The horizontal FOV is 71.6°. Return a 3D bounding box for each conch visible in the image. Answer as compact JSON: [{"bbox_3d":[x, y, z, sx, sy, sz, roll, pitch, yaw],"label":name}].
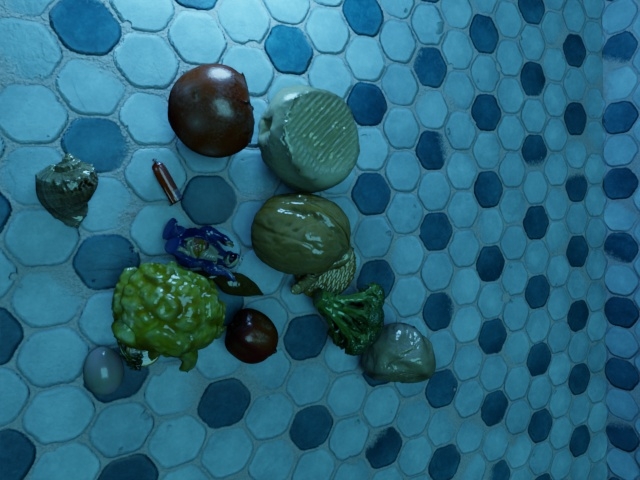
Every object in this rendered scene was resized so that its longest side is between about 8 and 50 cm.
[{"bbox_3d":[-0.688,-0.136,1.204,0.155,0.130,0.207,11,112,5],"label":"conch"}]

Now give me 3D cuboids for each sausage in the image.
[{"bbox_3d":[-0.466,-0.178,1.330,0.050,0.048,0.145,-22,105,15],"label":"sausage"}]

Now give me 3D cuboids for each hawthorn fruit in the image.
[{"bbox_3d":[-0.209,0.310,1.418,0.188,0.169,0.169,30,79,-24],"label":"hawthorn fruit"}]

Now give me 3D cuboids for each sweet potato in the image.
[{"bbox_3d":[-0.297,0.132,1.412,0.269,0.075,0.075,17,85,-23],"label":"sweet potato"}]

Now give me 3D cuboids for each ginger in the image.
[{"bbox_3d":[0.008,0.092,1.525,0.288,0.075,0.089,-38,140,-20],"label":"ginger"}]

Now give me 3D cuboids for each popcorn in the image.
[{"bbox_3d":[-0.409,0.193,1.246,0.335,0.279,0.274,20,55,-14],"label":"popcorn"}]

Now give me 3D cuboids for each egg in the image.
[{"bbox_3d":[-0.608,0.365,1.245,0.103,0.103,0.135,-11,93,-26],"label":"egg"}]

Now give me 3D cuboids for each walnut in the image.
[{"bbox_3d":[-0.058,-0.021,1.398,0.313,0.277,0.252,14,102,11],"label":"walnut"}]

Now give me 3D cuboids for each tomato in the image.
[{"bbox_3d":[-0.315,-0.371,1.280,0.265,0.265,0.265,-1,93,-27],"label":"tomato"}]

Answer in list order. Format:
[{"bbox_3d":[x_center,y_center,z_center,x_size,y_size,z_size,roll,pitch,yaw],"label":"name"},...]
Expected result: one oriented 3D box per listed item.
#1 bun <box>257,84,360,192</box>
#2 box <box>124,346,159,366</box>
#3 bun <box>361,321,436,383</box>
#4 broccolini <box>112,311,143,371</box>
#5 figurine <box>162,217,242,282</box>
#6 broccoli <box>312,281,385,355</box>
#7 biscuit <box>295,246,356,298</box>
[{"bbox_3d":[-0.049,-0.327,1.447,0.359,0.211,0.360,-6,101,-36],"label":"bun"},{"bbox_3d":[-0.526,0.323,1.323,0.105,0.037,0.105,-2,94,-27],"label":"box"},{"bbox_3d":[0.291,0.409,1.640,0.281,0.281,0.205,12,61,-27],"label":"bun"},{"bbox_3d":[-0.562,0.287,1.261,0.052,0.054,0.194,-23,100,-4],"label":"broccolini"},{"bbox_3d":[-0.361,0.034,1.358,0.262,0.121,0.164,34,38,-31],"label":"figurine"},{"bbox_3d":[0.102,0.246,1.526,0.269,0.254,0.269,2,84,-21],"label":"broccoli"},{"bbox_3d":[0.017,0.089,1.588,0.254,0.035,0.254,-2,94,-26],"label":"biscuit"}]
